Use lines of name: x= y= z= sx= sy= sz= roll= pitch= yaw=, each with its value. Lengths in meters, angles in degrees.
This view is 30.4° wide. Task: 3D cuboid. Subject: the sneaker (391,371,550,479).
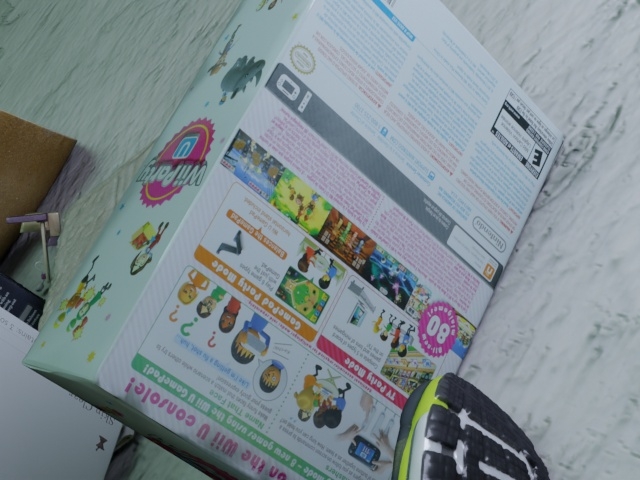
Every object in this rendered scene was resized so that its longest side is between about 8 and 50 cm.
sneaker: x=0.036 y=0.200 z=0.576 sx=0.121 sy=0.111 sz=0.300 roll=-25 pitch=38 yaw=43

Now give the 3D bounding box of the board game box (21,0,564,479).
board game box: x=0.000 y=0.000 z=0.711 sx=0.097 sy=0.224 sz=0.303 roll=3 pitch=60 yaw=52

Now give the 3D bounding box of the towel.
towel: x=-0.177 y=0.007 z=1.080 sx=0.187 sy=0.049 sz=0.282 roll=-37 pitch=28 yaw=20

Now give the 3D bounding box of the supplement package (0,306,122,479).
supplement package: x=-0.319 y=0.133 z=0.901 sx=0.204 sy=0.262 sz=0.145 roll=-18 pitch=45 yaw=39

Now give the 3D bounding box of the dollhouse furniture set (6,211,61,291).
dollhouse furniture set: x=-0.284 y=0.009 z=1.273 sx=0.114 sy=0.091 sz=0.081 roll=-161 pitch=65 yaw=-80

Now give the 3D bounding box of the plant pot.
plant pot: x=-0.438 y=-0.043 z=1.344 sx=0.237 sy=0.237 sz=0.254 roll=21 pitch=88 yaw=57

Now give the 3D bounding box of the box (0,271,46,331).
box: x=-0.376 y=0.055 z=1.199 sx=0.093 sy=0.158 sz=0.156 roll=-57 pitch=31 yaw=-9

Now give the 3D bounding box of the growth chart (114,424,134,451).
growth chart: x=-0.210 y=0.147 z=1.024 sx=0.237 sy=0.021 sz=0.172 roll=-39 pitch=33 yaw=17
